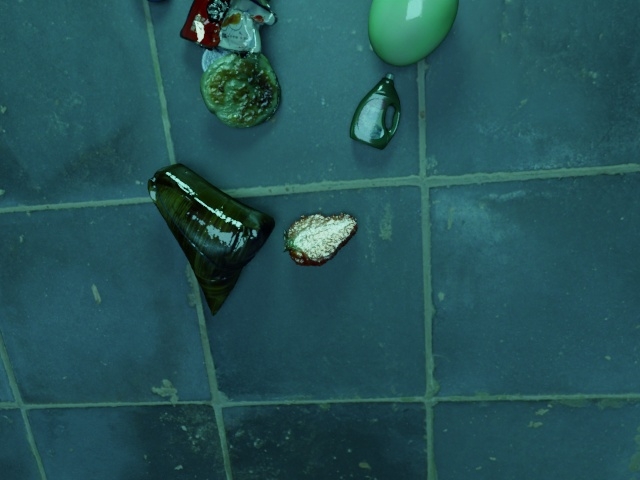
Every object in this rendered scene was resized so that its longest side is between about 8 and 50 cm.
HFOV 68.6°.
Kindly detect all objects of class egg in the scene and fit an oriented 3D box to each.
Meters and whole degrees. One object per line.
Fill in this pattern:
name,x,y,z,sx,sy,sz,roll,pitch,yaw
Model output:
egg,0.241,-0.597,1.240,0.220,0.220,0.270,26,109,-3

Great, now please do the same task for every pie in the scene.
pie,-0.231,-0.445,1.385,0.240,0.054,0.241,-7,123,-11

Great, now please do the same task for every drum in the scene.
drum,-0.236,-0.556,1.385,0.253,0.049,0.130,-26,103,12

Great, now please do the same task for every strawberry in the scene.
strawberry,0.000,0.007,1.517,0.235,0.107,0.175,3,71,3

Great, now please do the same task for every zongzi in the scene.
zongzi,-0.413,0.007,1.515,0.403,0.208,0.432,33,119,0

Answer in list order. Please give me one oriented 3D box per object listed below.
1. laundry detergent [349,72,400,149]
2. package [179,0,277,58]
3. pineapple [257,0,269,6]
laundry detergent,0.177,-0.386,1.396,0.137,0.063,0.211,22,106,-4
package,-0.256,-0.615,1.323,0.269,0.071,0.194,25,80,22
pineapple,-0.206,-0.800,1.239,0.222,0.223,0.358,-13,114,9
